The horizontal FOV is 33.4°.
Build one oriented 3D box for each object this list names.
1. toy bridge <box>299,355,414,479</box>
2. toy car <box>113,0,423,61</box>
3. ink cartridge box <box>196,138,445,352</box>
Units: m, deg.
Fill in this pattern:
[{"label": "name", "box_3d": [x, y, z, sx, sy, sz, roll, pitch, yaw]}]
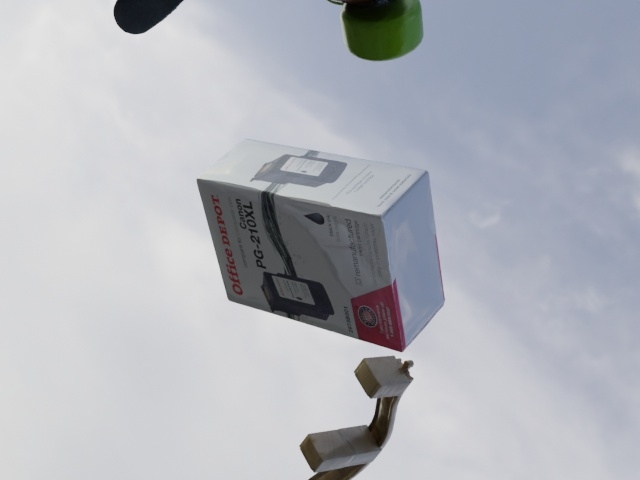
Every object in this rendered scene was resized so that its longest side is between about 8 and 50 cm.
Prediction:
[{"label": "toy bridge", "box_3d": [0.016, 0.147, 0.759, 0.188, 0.063, 0.026, -56, -129, 32]}, {"label": "toy car", "box_3d": [-0.045, -0.190, 0.650, 0.149, 0.188, 0.155, -110, -173, -49]}, {"label": "ink cartridge box", "box_3d": [0.000, 0.000, 1.138, 0.237, 0.100, 0.172, 13, -50, 33]}]
